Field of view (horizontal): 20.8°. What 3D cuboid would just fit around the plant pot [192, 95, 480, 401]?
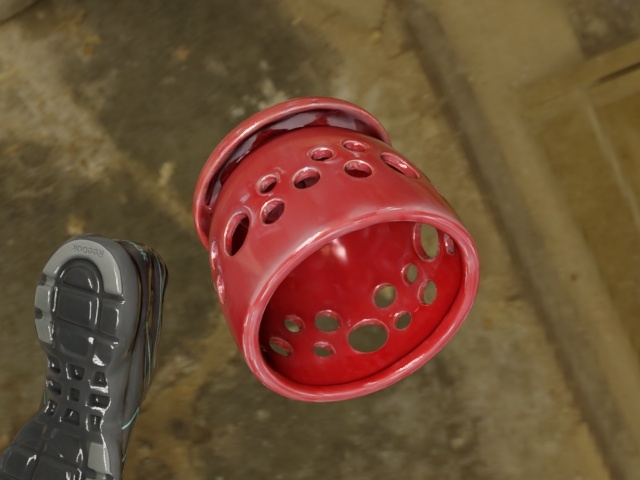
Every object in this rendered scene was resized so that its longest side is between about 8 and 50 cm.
[{"bbox_3d":[0.000,0.000,1.321,0.191,0.191,0.174,-6,41,-27],"label":"plant pot"}]

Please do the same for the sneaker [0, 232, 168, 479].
[{"bbox_3d":[-0.163,0.126,1.280,0.106,0.101,0.267,-7,114,-67],"label":"sneaker"}]
